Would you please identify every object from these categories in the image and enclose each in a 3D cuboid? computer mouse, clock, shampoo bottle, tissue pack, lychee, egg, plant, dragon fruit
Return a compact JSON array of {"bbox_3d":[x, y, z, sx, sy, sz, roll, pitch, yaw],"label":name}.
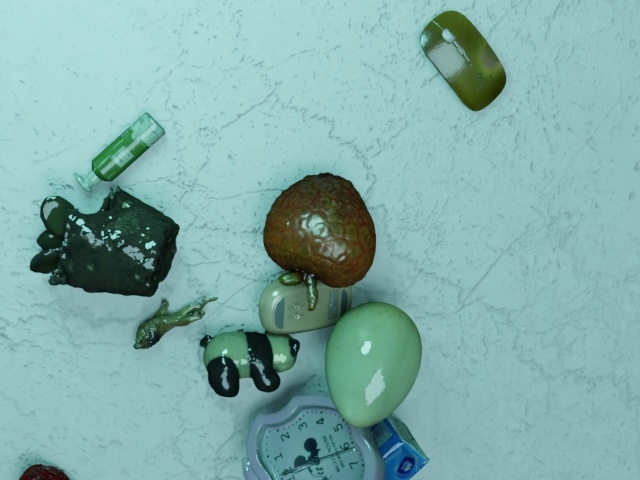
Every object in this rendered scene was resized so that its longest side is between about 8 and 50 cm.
[{"bbox_3d":[-0.036,0.143,1.871,0.237,0.082,0.145,-10,114,-25],"label":"computer mouse"},{"bbox_3d":[-0.018,0.533,1.892,0.338,0.338,0.102,-44,153,3],"label":"clock"},{"bbox_3d":[-0.417,-0.179,1.657,0.204,0.065,0.065,-41,115,2],"label":"shampoo bottle"},{"bbox_3d":[0.112,0.561,2.008,0.263,0.198,0.146,-45,117,3],"label":"tissue pack"},{"bbox_3d":[0.000,0.000,1.749,0.255,0.255,0.299,22,89,-22],"label":"lychee"},{"bbox_3d":[0.323,-0.400,1.794,0.126,0.056,0.245,-42,114,1],"label":"computer mouse"},{"bbox_3d":[0.116,0.282,1.824,0.219,0.218,0.295,26,65,-23],"label":"egg"},{"bbox_3d":[-0.441,0.001,1.638,0.276,0.188,0.198,15,127,-1],"label":"plant"},{"bbox_3d":[-0.653,0.579,1.866,0.106,0.083,0.162,-38,125,14],"label":"dragon fruit"}]

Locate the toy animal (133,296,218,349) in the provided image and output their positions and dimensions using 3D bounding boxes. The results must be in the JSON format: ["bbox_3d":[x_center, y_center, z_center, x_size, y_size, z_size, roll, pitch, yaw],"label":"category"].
[{"bbox_3d":[-0.333,0.172,1.811,0.220,0.069,0.086,-25,136,-1],"label":"toy animal"}]

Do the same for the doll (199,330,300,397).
[{"bbox_3d":[-0.162,0.277,1.858,0.235,0.143,0.135,-1,104,-15],"label":"doll"}]
